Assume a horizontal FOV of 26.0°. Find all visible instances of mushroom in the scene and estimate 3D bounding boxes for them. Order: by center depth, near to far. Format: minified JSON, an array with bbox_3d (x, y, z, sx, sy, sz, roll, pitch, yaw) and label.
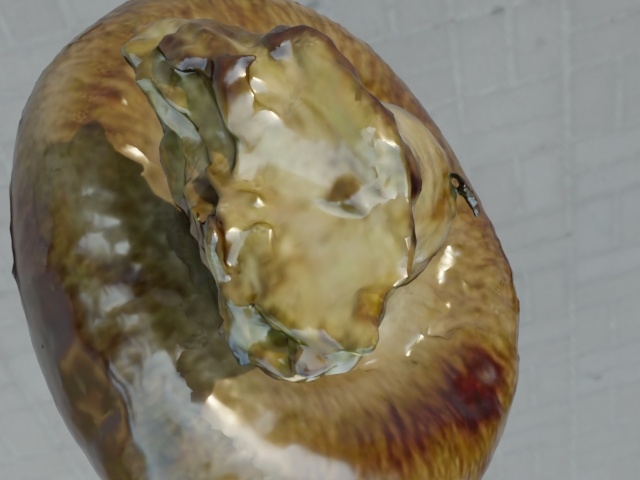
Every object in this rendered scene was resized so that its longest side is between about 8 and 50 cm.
[{"bbox_3d":[-0.013,-0.012,0.754,0.334,0.331,0.356,-10,144,-39],"label":"mushroom"}]
